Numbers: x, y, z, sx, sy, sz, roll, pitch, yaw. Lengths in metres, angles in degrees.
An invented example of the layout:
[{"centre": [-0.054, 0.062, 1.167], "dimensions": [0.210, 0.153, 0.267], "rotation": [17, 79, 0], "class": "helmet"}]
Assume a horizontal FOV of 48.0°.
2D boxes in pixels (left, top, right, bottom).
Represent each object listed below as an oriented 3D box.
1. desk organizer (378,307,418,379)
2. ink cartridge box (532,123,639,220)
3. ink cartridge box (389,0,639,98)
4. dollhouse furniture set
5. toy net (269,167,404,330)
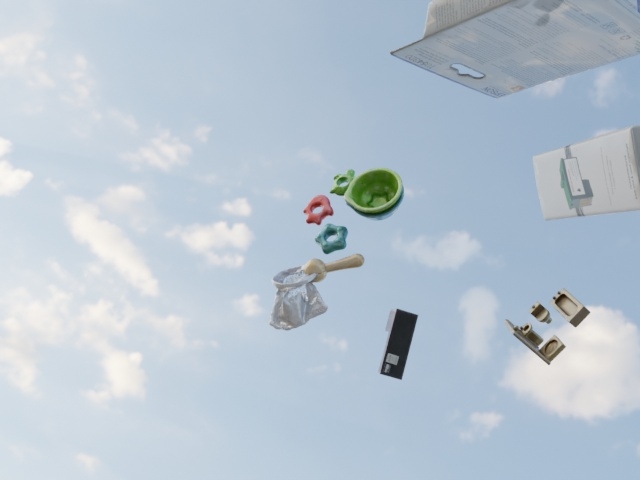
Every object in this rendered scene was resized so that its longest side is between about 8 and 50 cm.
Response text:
[{"centre": [0.148, 0.202, 1.411], "dimensions": [0.047, 0.130, 0.050], "rotation": [17, -8, -9], "class": "desk organizer"}, {"centre": [0.374, -0.084, 0.842], "dimensions": [0.160, 0.219, 0.093], "rotation": [-10, -90, -10], "class": "ink cartridge box"}, {"centre": [0.336, -0.337, 1.160], "dimensions": [0.324, 0.072, 0.330], "rotation": [8, -12, -43], "class": "ink cartridge box"}, {"centre": [0.512, 0.168, 1.661], "dimensions": [0.123, 0.144, 0.151], "rotation": [38, -79, -16], "class": "dollhouse furniture set"}, {"centre": [0.000, 0.000, 0.857], "dimensions": [0.122, 0.232, 0.045], "rotation": [27, -23, 32], "class": "toy net"}]
